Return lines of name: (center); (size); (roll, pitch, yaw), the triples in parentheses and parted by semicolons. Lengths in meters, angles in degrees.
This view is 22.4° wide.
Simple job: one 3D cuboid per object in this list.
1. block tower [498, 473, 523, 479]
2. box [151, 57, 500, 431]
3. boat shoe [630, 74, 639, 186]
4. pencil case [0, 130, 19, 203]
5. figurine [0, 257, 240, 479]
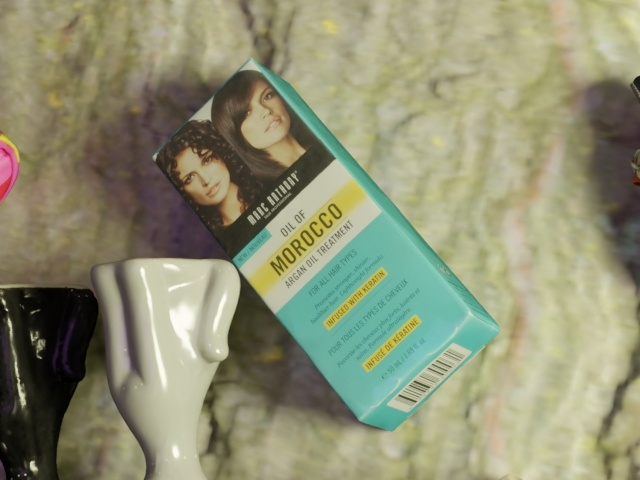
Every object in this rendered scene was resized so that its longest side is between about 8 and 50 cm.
block tower: (-0.007, 0.263, 0.972); (0.335, 0.097, 0.091); (-35, 66, 12)
box: (0.000, 0.000, 1.054); (0.100, 0.060, 0.244); (-44, 64, 8)
boat shoe: (0.210, -0.038, 0.977); (0.043, 0.049, 0.137); (-22, 73, 20)
pencil case: (-0.328, -0.096, 1.210); (0.236, 0.104, 0.104); (43, 96, 29)
figurine: (-0.142, 0.126, 1.063); (0.215, 0.092, 0.209); (-10, 81, 36)
